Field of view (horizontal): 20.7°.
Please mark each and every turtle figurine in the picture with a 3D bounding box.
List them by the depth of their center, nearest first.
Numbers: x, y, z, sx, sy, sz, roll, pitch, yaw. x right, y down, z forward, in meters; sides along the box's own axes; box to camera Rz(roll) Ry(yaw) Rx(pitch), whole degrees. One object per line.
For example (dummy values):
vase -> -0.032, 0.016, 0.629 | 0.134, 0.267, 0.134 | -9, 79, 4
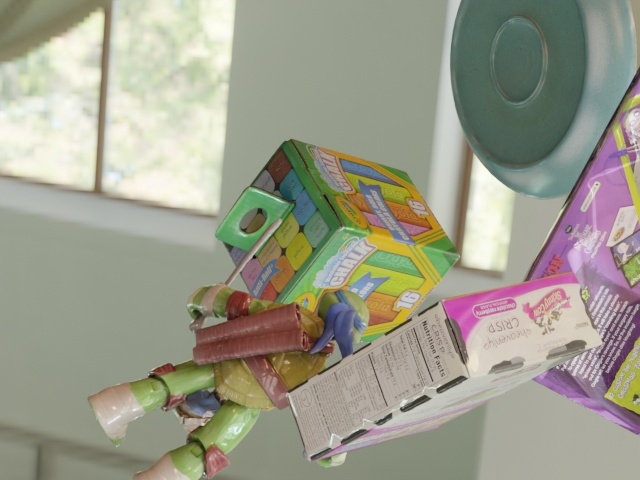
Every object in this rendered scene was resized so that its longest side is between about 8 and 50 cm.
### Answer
turtle figurine -> -0.071, 0.144, 1.676 | 0.266, 0.198, 0.274 | -31, -163, -7

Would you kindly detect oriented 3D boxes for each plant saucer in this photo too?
plant saucer -> 0.237, -0.204, 1.992 | 0.043, 0.318, 0.317 | -3, -163, -31

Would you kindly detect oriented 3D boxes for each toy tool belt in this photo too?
toy tool belt -> -0.112, 0.162, 1.697 | 0.052, 0.051, 0.083 | 5, -148, -42

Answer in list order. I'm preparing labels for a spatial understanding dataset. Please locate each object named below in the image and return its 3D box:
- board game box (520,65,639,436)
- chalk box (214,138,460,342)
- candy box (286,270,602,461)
board game box -> 0.323, 0.001, 1.605 | 0.208, 0.347, 0.056 | 28, -170, -4
chalk box -> 0.000, 0.000, 2.287 | 0.289, 0.180, 0.179 | 12, -144, -42
candy box -> 0.101, 0.109, 1.492 | 0.159, 0.071, 0.233 | -10, 164, -40
